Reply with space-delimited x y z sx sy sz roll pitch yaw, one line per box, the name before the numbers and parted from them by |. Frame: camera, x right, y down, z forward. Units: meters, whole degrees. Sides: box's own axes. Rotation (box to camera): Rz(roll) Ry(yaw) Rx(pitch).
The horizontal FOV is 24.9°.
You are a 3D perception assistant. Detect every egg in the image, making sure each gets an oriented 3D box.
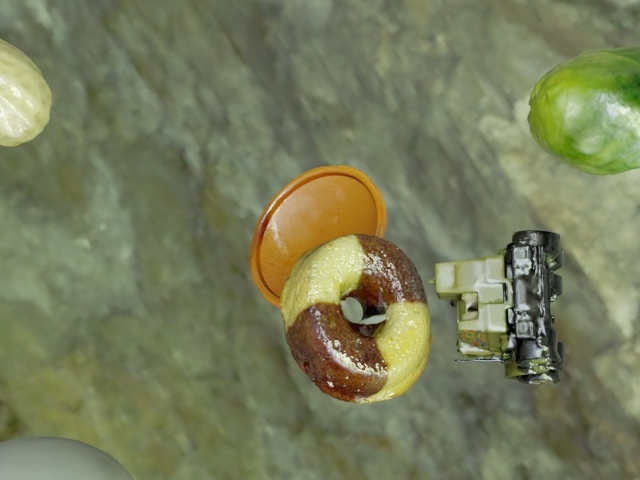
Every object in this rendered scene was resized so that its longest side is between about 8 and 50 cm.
egg | -0.252 0.261 1.293 0.176 0.176 0.232 58 31 8

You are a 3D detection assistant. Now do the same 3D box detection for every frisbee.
frisbee | 0.000 0.000 1.729 0.035 0.192 0.192 38 15 -48

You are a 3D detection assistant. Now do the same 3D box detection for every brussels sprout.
brussels sprout | 0.265 -0.119 1.344 0.155 0.155 0.117 -143 -151 -85

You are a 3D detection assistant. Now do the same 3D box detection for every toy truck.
toy truck | 0.188 0.076 1.471 0.257 0.127 0.127 44 44 -72

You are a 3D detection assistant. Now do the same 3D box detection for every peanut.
peanut | -0.291 -0.148 1.143 0.187 0.082 0.082 41 1 -9

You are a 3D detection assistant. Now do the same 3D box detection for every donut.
donut | 0.043 0.078 1.541 0.073 0.166 0.184 120 -31 -66
